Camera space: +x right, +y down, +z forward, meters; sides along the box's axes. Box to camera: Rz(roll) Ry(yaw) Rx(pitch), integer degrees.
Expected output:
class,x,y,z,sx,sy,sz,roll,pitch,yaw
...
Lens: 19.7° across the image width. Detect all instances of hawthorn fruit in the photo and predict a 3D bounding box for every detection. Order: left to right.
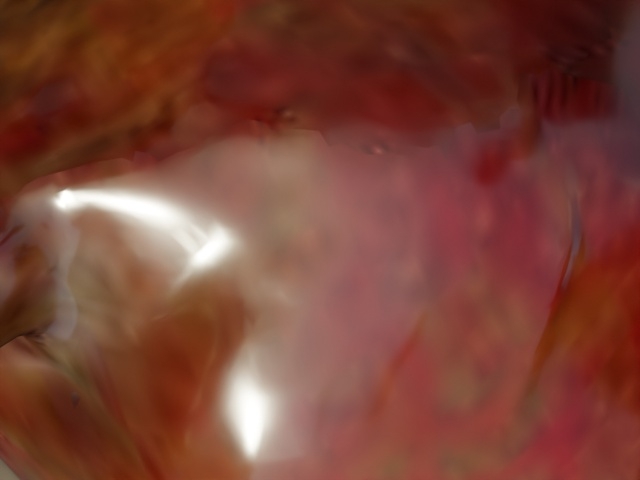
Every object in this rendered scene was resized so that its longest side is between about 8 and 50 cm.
class,x,y,z,sx,sy,sz,roll,pitch,yaw
hawthorn fruit,0.000,0.000,0.427,0.248,0.208,0.208,-8,141,-52
